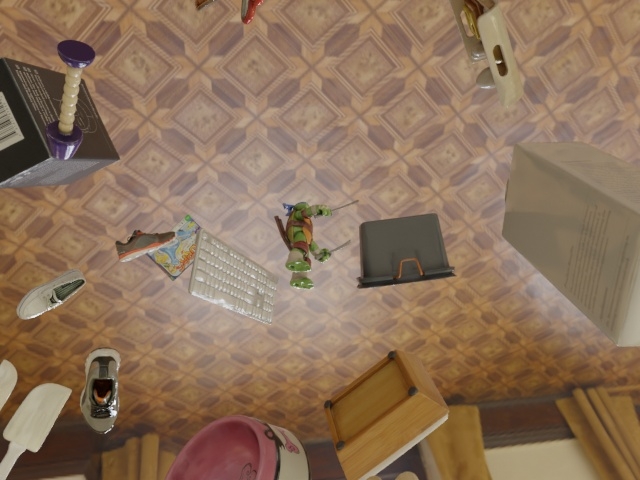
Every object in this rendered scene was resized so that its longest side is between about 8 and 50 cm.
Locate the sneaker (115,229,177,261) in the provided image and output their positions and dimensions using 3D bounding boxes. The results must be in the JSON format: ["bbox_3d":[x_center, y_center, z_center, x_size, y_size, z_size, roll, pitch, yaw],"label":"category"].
[{"bbox_3d":[-0.427,-0.003,1.379,0.158,0.064,0.061,-25,-178,-38],"label":"sneaker"}]

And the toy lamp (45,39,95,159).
[{"bbox_3d":[-0.533,-0.284,1.187,0.080,0.080,0.274,11,136,-21],"label":"toy lamp"}]

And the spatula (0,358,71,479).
[{"bbox_3d":[-0.420,0.240,0.635,0.168,0.242,0.019,38,138,-21],"label":"spatula"}]

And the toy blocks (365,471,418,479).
[{"bbox_3d":[0.144,0.376,0.778,0.148,0.054,0.123,34,141,-20],"label":"toy blocks"}]

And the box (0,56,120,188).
[{"bbox_3d":[-0.828,-0.332,1.666,0.212,0.395,0.293,-24,93,10],"label":"box"}]

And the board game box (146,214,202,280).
[{"bbox_3d":[-0.492,0.024,1.978,0.136,0.201,0.035,47,154,-12],"label":"board game box"}]

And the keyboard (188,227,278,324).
[{"bbox_3d":[-0.100,0.055,0.706,0.014,0.072,0.256,-3,164,14],"label":"keyboard"}]

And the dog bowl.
[{"bbox_3d":[-0.229,0.618,1.388,0.408,0.408,0.150,-31,122,16],"label":"dog bowl"}]

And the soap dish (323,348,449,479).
[{"bbox_3d":[0.145,0.414,1.364,0.291,0.229,0.118,-39,112,6],"label":"soap dish"}]

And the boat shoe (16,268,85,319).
[{"bbox_3d":[-0.854,0.172,1.785,0.226,0.076,0.083,-43,130,-20],"label":"boat shoe"}]

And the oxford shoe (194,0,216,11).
[{"bbox_3d":[-0.256,-0.560,1.242,0.076,0.212,0.076,-25,125,7],"label":"oxford shoe"}]

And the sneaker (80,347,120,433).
[{"bbox_3d":[-0.578,0.413,1.474,0.100,0.108,0.271,1,121,-20],"label":"sneaker"}]

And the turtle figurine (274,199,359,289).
[{"bbox_3d":[0.000,0.000,1.626,0.275,0.266,0.198,24,142,-17],"label":"turtle figurine"}]

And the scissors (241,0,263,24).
[{"bbox_3d":[-0.146,-0.564,1.146,0.021,0.297,0.109,6,148,-24],"label":"scissors"}]

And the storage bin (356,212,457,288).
[{"bbox_3d":[0.111,0.014,0.776,0.135,0.091,0.098,-8,178,0],"label":"storage bin"}]

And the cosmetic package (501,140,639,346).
[{"bbox_3d":[0.261,-0.012,0.531,0.086,0.231,0.117,-2,115,-5],"label":"cosmetic package"}]

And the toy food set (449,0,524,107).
[{"bbox_3d":[0.370,-0.465,1.318,0.092,0.306,0.219,-24,124,13],"label":"toy food set"}]
